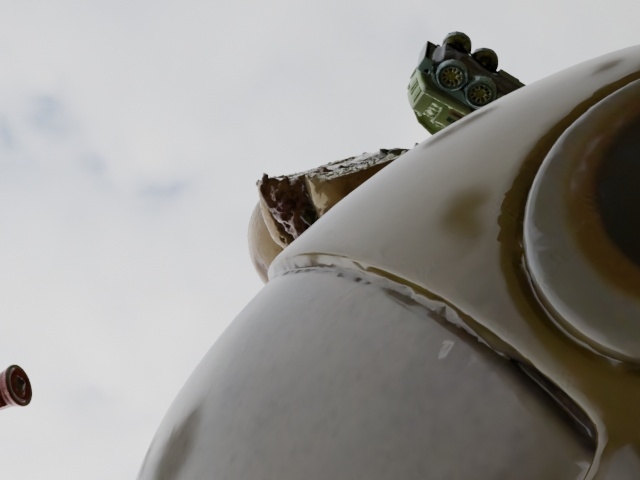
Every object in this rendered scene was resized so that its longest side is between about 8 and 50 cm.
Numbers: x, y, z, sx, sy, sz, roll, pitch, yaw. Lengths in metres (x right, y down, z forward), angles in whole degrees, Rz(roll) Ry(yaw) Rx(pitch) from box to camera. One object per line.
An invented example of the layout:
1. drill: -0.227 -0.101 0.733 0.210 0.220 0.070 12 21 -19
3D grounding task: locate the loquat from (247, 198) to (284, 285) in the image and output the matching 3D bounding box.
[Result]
1. loquat: 0.000 0.000 1.579 0.208 0.208 0.208 11 -106 -42

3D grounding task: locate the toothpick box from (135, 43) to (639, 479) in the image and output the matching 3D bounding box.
1. toothpick box: 0.152 0.122 0.482 0.409 0.425 0.409 43 -161 -19

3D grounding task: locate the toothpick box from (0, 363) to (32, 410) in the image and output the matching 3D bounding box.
1. toothpick box: -0.349 0.164 1.180 0.047 0.083 0.047 -20 -90 -78

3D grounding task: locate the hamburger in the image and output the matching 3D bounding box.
1. hamburger: 0.088 -0.014 1.138 0.282 0.155 0.245 -34 -77 -35

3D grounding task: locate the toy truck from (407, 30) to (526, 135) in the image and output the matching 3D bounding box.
1. toy truck: 0.178 -0.137 1.245 0.191 0.116 0.085 28 -143 -11
